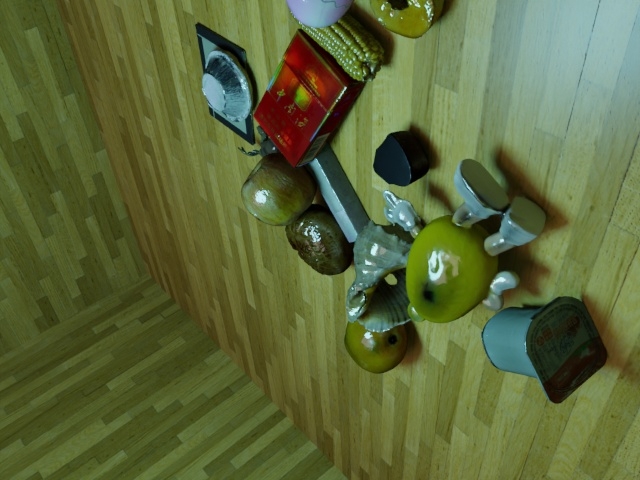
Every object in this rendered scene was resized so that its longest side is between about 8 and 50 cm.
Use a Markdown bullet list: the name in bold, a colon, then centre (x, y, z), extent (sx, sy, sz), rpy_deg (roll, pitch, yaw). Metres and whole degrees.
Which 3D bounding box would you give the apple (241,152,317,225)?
- **apple**: centre (-0.121, -0.145, 1.784), extent (0.188, 0.211, 0.211), rpy_deg (40, 156, -15)

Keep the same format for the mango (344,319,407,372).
- **mango**: centre (0.164, 0.315, 1.939), extent (0.211, 0.173, 0.317), rpy_deg (53, 158, 10)

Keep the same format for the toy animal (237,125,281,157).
- **toy animal**: centre (-0.157, -0.287, 1.942), extent (0.186, 0.093, 0.214), rpy_deg (52, 145, 1)

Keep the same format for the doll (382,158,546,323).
- **doll**: centre (0.299, 0.012, 1.376), extent (0.423, 0.161, 0.348), rpy_deg (-18, 99, 51)

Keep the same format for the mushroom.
- **mushroom**: centre (0.000, 0.000, 1.899), extent (0.253, 0.153, 0.253), rpy_deg (44, 162, 19)

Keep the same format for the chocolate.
- **chocolate**: centre (0.195, -0.200, 1.463), extent (0.148, 0.080, 0.125), rpy_deg (20, 123, 59)

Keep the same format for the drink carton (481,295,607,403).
- **drink carton**: centre (0.475, 0.218, 1.352), extent (0.191, 0.185, 0.189), rpy_deg (61, 163, -9)

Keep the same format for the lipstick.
- **lipstick**: centre (0.044, -0.149, 1.765), extent (0.317, 0.066, 0.068), rpy_deg (61, 150, -6)

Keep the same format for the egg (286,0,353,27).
- **egg**: centre (0.007, -0.571, 1.242), extent (0.196, 0.196, 0.271), rpy_deg (23, 116, 47)

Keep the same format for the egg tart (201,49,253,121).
- **egg tart**: centre (-0.302, -0.478, 1.931), extent (0.234, 0.094, 0.234), rpy_deg (36, 143, 34)

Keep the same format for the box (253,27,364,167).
- **box**: centre (-0.038, -0.363, 1.590), extent (0.197, 0.089, 0.313), rpy_deg (52, 138, 12)

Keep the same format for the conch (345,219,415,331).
- **conch**: centre (0.196, 0.087, 1.635), extent (0.263, 0.186, 0.324), rpy_deg (35, 120, 16)

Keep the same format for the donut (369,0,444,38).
- **donut**: centre (0.172, -0.487, 1.223), extent (0.178, 0.065, 0.162), rpy_deg (39, 152, 29)

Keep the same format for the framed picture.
- **framed picture**: centre (-0.311, -0.509, 2.029), extent (0.265, 0.016, 0.347), rpy_deg (37, 145, 33)

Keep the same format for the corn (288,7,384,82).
- **corn**: centre (0.029, -0.484, 1.417), extent (0.313, 0.102, 0.102), rpy_deg (47, 150, 20)
